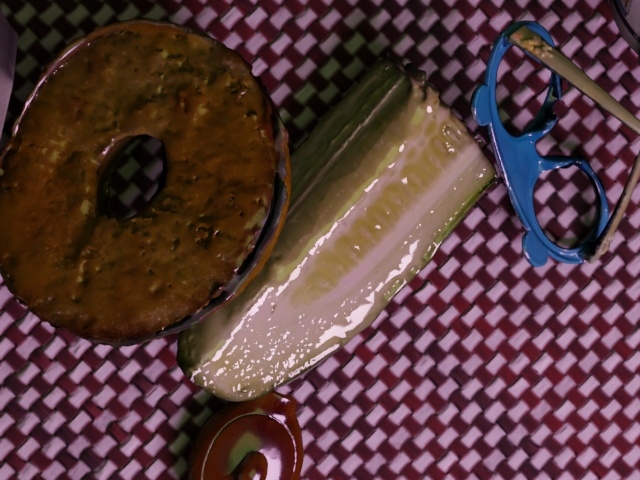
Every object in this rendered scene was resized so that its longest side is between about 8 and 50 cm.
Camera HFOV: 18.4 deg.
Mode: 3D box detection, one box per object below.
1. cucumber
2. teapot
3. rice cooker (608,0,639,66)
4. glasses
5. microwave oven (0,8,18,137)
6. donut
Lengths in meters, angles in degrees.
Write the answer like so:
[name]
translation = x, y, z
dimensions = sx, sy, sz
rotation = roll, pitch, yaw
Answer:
[cucumber]
translation = 0.001, 0.001, 1.705
dimensions = 0.325, 0.105, 0.145
rotation = -49, 128, -3
[teapot]
translation = -0.061, 0.190, 1.716
dimensions = 0.098, 0.078, 0.129
rotation = 26, 89, -12
[rice cooker]
translation = 0.357, -0.246, 1.673
dimensions = 0.226, 0.244, 0.226
rotation = 1, 65, -2
[glasses]
translation = 0.256, -0.087, 1.706
dimensions = 0.207, 0.102, 0.239
rotation = -9, 119, 20
[microwave oven]
translation = -0.423, -0.035, 1.483
dimensions = 0.374, 0.236, 0.432
rotation = 13, 113, -11
[donut]
translation = -0.142, -0.044, 1.638
dimensions = 0.272, 0.107, 0.272
rotation = -2, 81, 12
